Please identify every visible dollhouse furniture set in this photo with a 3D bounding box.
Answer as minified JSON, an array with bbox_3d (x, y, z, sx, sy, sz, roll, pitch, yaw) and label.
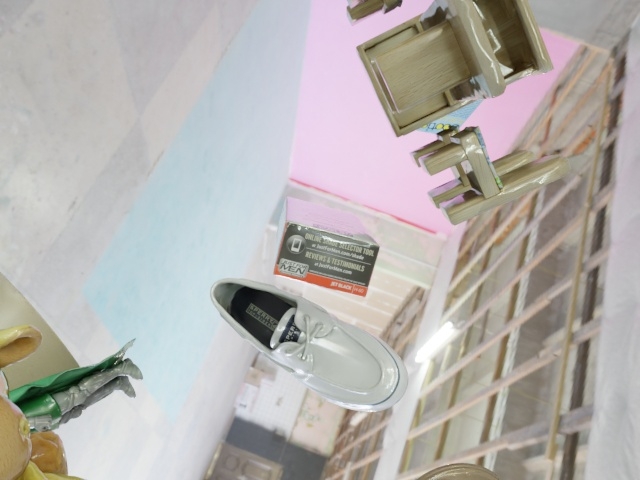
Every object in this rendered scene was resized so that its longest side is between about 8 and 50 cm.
[{"bbox_3d":[0.122,-0.158,0.455,0.212,0.161,0.242,64,9,-10],"label":"dollhouse furniture set"}]

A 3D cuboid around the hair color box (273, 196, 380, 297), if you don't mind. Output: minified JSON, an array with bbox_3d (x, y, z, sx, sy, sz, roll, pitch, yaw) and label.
[{"bbox_3d":[0.000,0.000,0.463,0.141,0.072,0.043,-105,-149,-79],"label":"hair color box"}]

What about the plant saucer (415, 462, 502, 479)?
[{"bbox_3d":[0.284,0.603,1.183,0.041,0.278,0.277,-126,-126,-75],"label":"plant saucer"}]

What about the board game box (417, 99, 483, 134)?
[{"bbox_3d":[0.300,-0.382,1.283,0.275,0.144,0.142,126,-33,-58],"label":"board game box"}]

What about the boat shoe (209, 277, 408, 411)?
[{"bbox_3d":[-0.026,0.115,0.642,0.095,0.258,0.084,-65,150,-11],"label":"boat shoe"}]

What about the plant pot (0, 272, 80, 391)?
[{"bbox_3d":[-0.467,0.170,0.729,0.191,0.284,0.284,-42,161,-34],"label":"plant pot"}]

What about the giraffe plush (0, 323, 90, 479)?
[{"bbox_3d":[-0.238,0.146,0.367,0.181,0.210,0.170,-56,163,-66],"label":"giraffe plush"}]

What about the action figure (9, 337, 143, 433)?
[{"bbox_3d":[-0.310,0.194,0.603,0.232,0.063,0.137,-22,153,-40],"label":"action figure"}]
